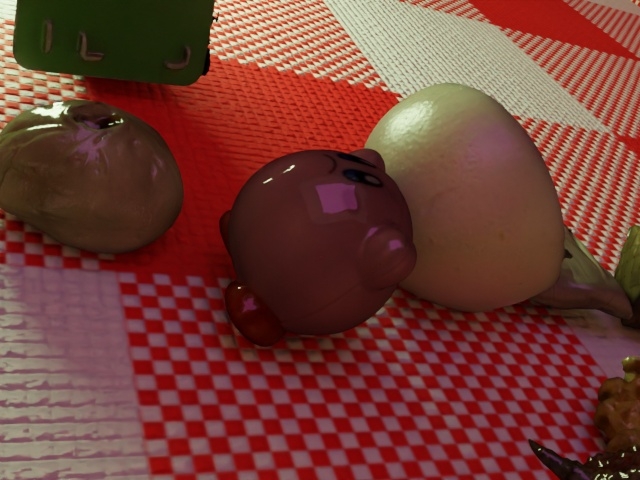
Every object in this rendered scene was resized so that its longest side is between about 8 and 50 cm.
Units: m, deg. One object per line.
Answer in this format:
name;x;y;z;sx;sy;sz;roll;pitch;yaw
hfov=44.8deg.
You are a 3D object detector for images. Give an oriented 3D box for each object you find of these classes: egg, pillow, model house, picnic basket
egg;0.111;-0.042;0.812;0.162;0.206;0.271;-28;50;-20
pillow;0.241;-0.004;0.940;0.173;0.067;0.270;5;37;-19
model house;-0.278;-0.412;0.966;0.243;0.357;0.313;-4;30;-33
picnic basket;0.446;0.058;0.915;0.179;0.128;0.138;11;28;10

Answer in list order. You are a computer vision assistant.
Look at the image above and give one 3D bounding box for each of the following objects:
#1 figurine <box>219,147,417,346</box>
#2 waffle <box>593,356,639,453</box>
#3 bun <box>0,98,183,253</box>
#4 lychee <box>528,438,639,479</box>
figurine;0.000;0.000;0.691;0.173;0.173;0.173;16;33;-11
waffle;0.358;0.217;0.697;0.229;0.057;0.219;22;32;1
bun;-0.211;-0.071;0.715;0.173;0.113;0.166;-7;43;-41
lychee;0.221;0.207;0.524;0.197;0.165;0.165;52;36;2
